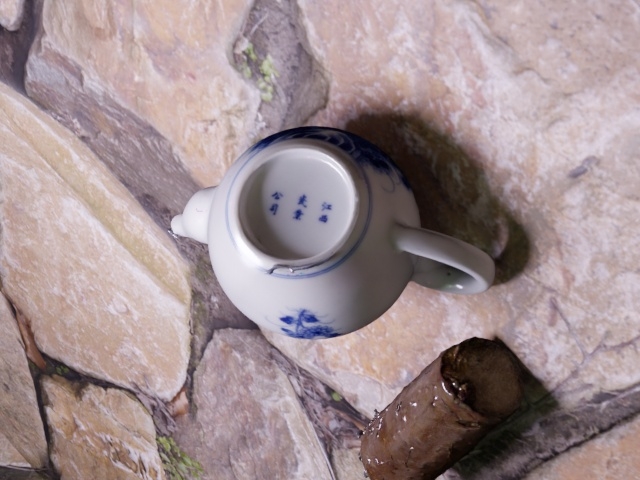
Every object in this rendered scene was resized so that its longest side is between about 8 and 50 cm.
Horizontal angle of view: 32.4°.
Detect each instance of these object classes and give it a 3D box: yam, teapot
[{"bbox_3d":[0.148,0.234,1.438,0.131,0.131,0.279,46,142,9],"label":"yam"},{"bbox_3d":[0.000,0.000,1.328,0.424,0.252,0.280,10,165,14],"label":"teapot"}]
